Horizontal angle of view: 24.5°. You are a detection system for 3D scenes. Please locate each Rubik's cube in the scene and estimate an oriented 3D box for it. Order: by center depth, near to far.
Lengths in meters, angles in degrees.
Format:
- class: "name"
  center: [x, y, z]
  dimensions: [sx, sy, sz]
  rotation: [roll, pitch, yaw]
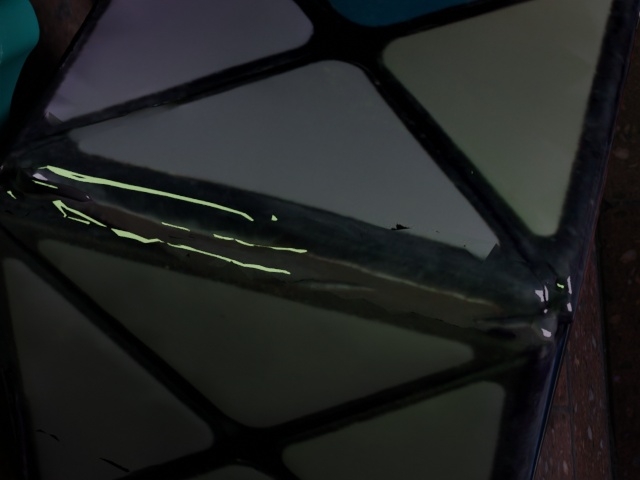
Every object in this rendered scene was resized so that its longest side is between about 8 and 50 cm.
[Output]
- class: "Rubik's cube"
  center: [0.000, 0.000, 0.864]
  dimensions: [0.305, 0.310, 0.307]
  rotation: [92, 14, -47]

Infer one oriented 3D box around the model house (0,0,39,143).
- class: "model house"
  center: [-0.206, -0.089, 0.692]
  dimensions: [0.100, 0.148, 0.127]
  rotation: [-47, 129, -57]
